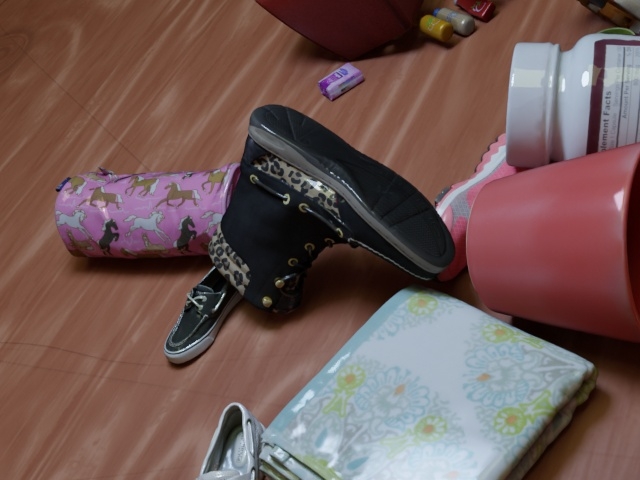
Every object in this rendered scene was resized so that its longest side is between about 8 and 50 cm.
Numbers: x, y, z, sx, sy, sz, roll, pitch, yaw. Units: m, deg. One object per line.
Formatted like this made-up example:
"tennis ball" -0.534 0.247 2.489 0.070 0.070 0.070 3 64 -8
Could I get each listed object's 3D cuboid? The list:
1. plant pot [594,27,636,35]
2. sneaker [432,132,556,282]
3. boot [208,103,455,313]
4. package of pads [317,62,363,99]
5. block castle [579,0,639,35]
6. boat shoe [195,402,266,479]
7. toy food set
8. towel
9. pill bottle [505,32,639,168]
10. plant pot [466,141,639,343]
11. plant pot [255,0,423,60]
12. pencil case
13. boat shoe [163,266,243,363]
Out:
"plant pot" 0.514 -0.315 1.784 0.083 0.079 0.083 -14 42 13
"sneaker" 0.279 -0.052 1.594 0.136 0.116 0.314 20 57 37
"boot" 0.000 0.000 1.581 0.377 0.284 0.138 36 34 11
"package of pads" 0.040 -0.321 2.054 0.083 0.032 0.050 -34 39 -10
"block castle" 0.568 -0.458 1.708 0.213 0.303 0.453 -56 39 15
"boat shoe" -0.133 0.345 1.386 0.098 0.096 0.277 -11 43 15
"toy food set" 0.288 -0.504 2.055 0.104 0.111 0.232 36 99 45
"towel" 0.137 0.242 1.379 0.320 0.090 0.374 27 62 39
"pill bottle" 0.479 -0.189 1.507 0.392 0.224 0.224 5 48 14
"plant pot" 0.353 0.005 1.410 0.243 0.275 0.275 -3 45 37
"plant pot" 0.073 -0.530 2.067 0.267 0.236 0.267 -21 34 43
"pencil case" -0.288 -0.054 1.840 0.386 0.167 0.160 0 15 25
"boat shoe" -0.193 0.104 1.689 0.078 0.070 0.219 13 53 35
